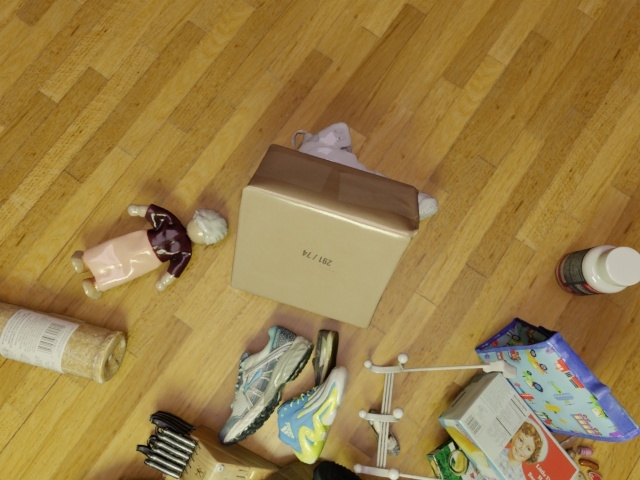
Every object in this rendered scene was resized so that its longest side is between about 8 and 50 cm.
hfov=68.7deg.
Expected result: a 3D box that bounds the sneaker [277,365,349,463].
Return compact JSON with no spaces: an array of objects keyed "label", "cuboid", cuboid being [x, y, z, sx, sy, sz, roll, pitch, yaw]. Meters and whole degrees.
[{"label":"sneaker","cuboid":[-0.028,0.361,1.007,0.126,0.091,0.240,23,102,12]}]

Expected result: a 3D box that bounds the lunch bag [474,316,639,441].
[{"label":"lunch bag","cuboid":[0.475,0.283,0.947,0.138,0.293,0.221,-36,83,-6]}]

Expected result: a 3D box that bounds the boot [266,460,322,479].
[{"label":"boot","cuboid":[-0.081,0.603,0.982,0.262,0.095,0.203,-18,115,-41]}]

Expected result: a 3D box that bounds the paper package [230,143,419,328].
[{"label":"paper package","cuboid":[0.000,0.000,0.976,0.325,0.309,0.168,17,42,0]}]

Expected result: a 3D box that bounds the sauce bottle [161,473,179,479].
[{"label":"sauce bottle","cuboid":[-0.282,0.527,1.025,0.128,0.042,0.042,19,81,0]}]

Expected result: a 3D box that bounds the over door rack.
[{"label":"over door rack","cuboid":[0.213,0.351,0.924,0.325,0.108,0.239,-10,58,35]}]

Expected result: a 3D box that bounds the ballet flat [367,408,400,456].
[{"label":"ballet flat","cuboid":[0.141,0.434,1.047,0.041,0.041,0.114,-31,83,-5]}]

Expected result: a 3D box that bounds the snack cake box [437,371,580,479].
[{"label":"snack cake box","cuboid":[0.400,0.434,1.001,0.152,0.089,0.264,-37,86,-25]}]

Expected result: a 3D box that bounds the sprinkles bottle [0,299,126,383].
[{"label":"sprinkles bottle","cuboid":[-0.621,0.214,1.031,0.356,0.121,0.121,15,81,1]}]

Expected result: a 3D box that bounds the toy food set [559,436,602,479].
[{"label":"toy food set","cuboid":[0.589,0.505,1.051,0.078,0.019,0.122,-31,83,-5]}]

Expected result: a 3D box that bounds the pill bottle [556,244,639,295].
[{"label":"pill bottle","cuboid":[0.619,0.066,1.042,0.108,0.180,0.107,0,81,0]}]

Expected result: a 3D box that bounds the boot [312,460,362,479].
[{"label":"boot","cuboid":[0.032,0.575,0.938,0.247,0.094,0.207,37,105,-17]}]

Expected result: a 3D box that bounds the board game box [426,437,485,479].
[{"label":"board game box","cuboid":[0.332,0.555,1.006,0.136,0.030,0.259,-18,81,-30]}]

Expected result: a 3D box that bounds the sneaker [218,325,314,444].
[{"label":"sneaker","cuboid":[-0.139,0.317,1.044,0.122,0.110,0.283,34,77,20]}]

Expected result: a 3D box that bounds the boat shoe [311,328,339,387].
[{"label":"boat shoe","cuboid":[0.006,0.276,1.068,0.049,0.056,0.152,11,89,27]}]

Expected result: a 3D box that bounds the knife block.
[{"label":"knife block","cuboid":[-0.251,0.468,1.025,0.276,0.242,0.088,34,80,-41]}]

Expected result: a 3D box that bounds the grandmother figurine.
[{"label":"grandmother figurine","cuboid":[-0.383,0.009,1.085,0.343,0.104,0.207,-20,109,-7]}]

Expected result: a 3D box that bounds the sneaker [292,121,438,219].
[{"label":"sneaker","cuboid":[0.094,-0.155,1.091,0.366,0.137,0.210,4,83,3]}]
